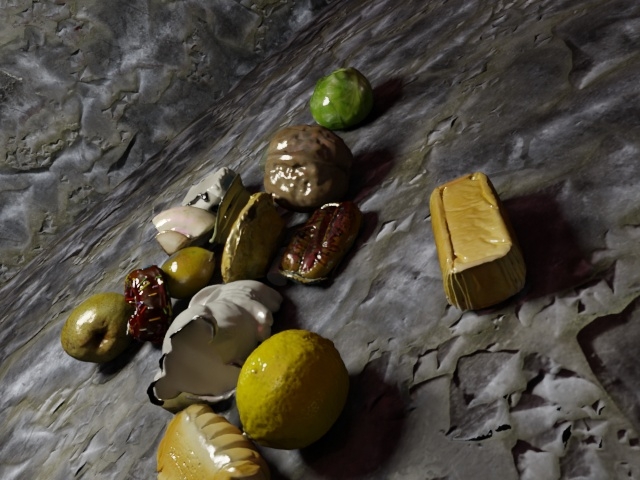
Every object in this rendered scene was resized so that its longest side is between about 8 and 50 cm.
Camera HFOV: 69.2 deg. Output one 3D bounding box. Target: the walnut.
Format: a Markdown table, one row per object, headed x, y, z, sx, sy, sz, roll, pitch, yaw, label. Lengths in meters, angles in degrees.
| x | y | z | sx | sy | sz | roll | pitch | yaw | label |
| --- | --- | --- | --- | --- | --- | --- | --- | --- | --- |
| -0.040 | -0.209 | 1.359 | 0.273 | 0.273 | 0.227 | -14 | 11 | 32 | walnut |

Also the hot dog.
| x | y | z | sx | sy | sz | roll | pitch | yaw | label |
| --- | --- | --- | --- | --- | --- | --- | --- | --- | --- |
| 0.000 | 0.000 | 1.191 | 0.163 | 0.082 | 0.270 | 15 | 60 | 37 | hot dog |

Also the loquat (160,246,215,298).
| x | y | z | sx | sy | sz | roll | pitch | yaw | label |
| --- | --- | --- | --- | --- | --- | --- | --- | --- | --- |
| -0.405 | 0.096 | 1.422 | 0.195 | 0.152 | 0.152 | -28 | 33 | -1 | loquat |

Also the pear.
| x | y | z | sx | sy | sz | roll | pitch | yaw | label |
| --- | --- | --- | --- | --- | --- | --- | --- | --- | --- |
| -0.666 | 0.268 | 1.415 | 0.228 | 0.188 | 0.211 | -42 | 30 | -10 | pear |

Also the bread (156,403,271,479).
| x | y | z | sx | sy | sz | roll | pitch | yaw | label |
| --- | --- | --- | --- | --- | --- | --- | --- | --- | --- |
| -0.192 | 0.415 | 0.835 | 0.311 | 0.121 | 0.172 | 16 | 82 | 54 | bread |

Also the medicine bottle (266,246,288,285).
| x | y | z | sx | sy | sz | roll | pitch | yaw | label |
| --- | --- | --- | --- | --- | --- | --- | --- | --- | --- |
| -0.101 | 0.069 | 1.236 | 0.058 | 0.058 | 0.091 | -10 | 43 | 37 | medicine bottle |

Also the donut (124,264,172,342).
| x | y | z | sx | sy | sz | roll | pitch | yaw | label |
| --- | --- | --- | --- | --- | --- | --- | --- | --- | --- |
| -0.501 | 0.186 | 1.333 | 0.216 | 0.096 | 0.230 | -8 | 84 | 55 | donut |

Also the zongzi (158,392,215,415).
| x | y | z | sx | sy | sz | roll | pitch | yaw | label |
| --- | --- | --- | --- | --- | --- | --- | --- | --- | --- |
| -0.284 | 0.317 | 1.101 | 0.160 | 0.078 | 0.176 | -15 | 36 | 23 | zongzi |

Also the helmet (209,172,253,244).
| x | y | z | sx | sy | sz | roll | pitch | yaw | label |
| --- | --- | --- | --- | --- | --- | --- | --- | --- | --- |
| -0.241 | -0.069 | 1.445 | 0.257 | 0.137 | 0.204 | 122 | 171 | -54 | helmet |

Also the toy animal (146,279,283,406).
| x | y | z | sx | sy | sz | roll | pitch | yaw | label |
| --- | --- | --- | --- | --- | --- | --- | --- | --- | --- |
| -0.217 | 0.196 | 1.042 | 0.258 | 0.194 | 0.357 | -19 | 14 | 11 | toy animal |

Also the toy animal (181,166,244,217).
| x | y | z | sx | sy | sz | roll | pitch | yaw | label |
| --- | --- | --- | --- | --- | --- | --- | --- | --- | --- |
| -0.379 | -0.151 | 1.686 | 0.208 | 0.156 | 0.204 | -26 | 36 | 32 | toy animal |

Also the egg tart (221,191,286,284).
| x | y | z | sx | sy | sz | roll | pitch | yaw | label |
| --- | --- | --- | --- | --- | --- | --- | --- | --- | --- |
| -0.168 | 0.008 | 1.263 | 0.116 | 0.295 | 0.295 | 18 | 53 | 7 | egg tart |

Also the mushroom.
| x | y | z | sx | sy | sz | roll | pitch | yaw | label |
| --- | --- | --- | --- | --- | --- | --- | --- | --- | --- |
| -0.445 | -0.064 | 1.530 | 0.173 | 0.162 | 0.236 | -43 | 2 | 8 | mushroom |

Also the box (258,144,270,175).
| x | y | z | sx | sy | sz | roll | pitch | yaw | label |
| --- | --- | --- | --- | --- | --- | --- | --- | --- | --- |
| -0.092 | -0.273 | 1.579 | 0.210 | 0.129 | 0.148 | -12 | 40 | 34 | box |

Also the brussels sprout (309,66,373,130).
| x | y | z | sx | sy | sz | roll | pitch | yaw | label |
| --- | --- | --- | --- | --- | --- | --- | --- | --- | --- |
| 0.075 | -0.497 | 1.635 | 0.244 | 0.244 | 0.244 | -25 | 35 | 19 | brussels sprout |

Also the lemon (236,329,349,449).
| x | y | z | sx | sy | sz | roll | pitch | yaw | label |
| --- | --- | --- | --- | --- | --- | --- | --- | --- | --- |
| -0.051 | 0.264 | 0.831 | 0.231 | 0.192 | 0.192 | -45 | 33 | -23 | lemon |

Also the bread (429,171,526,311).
| x | y | z | sx | sy | sz | roll | pitch | yaw | label |
| --- | --- | --- | --- | --- | --- | --- | --- | --- | --- |
| 0.294 | -0.010 | 0.901 | 0.152 | 0.119 | 0.288 | -20 | 38 | 20 | bread |
